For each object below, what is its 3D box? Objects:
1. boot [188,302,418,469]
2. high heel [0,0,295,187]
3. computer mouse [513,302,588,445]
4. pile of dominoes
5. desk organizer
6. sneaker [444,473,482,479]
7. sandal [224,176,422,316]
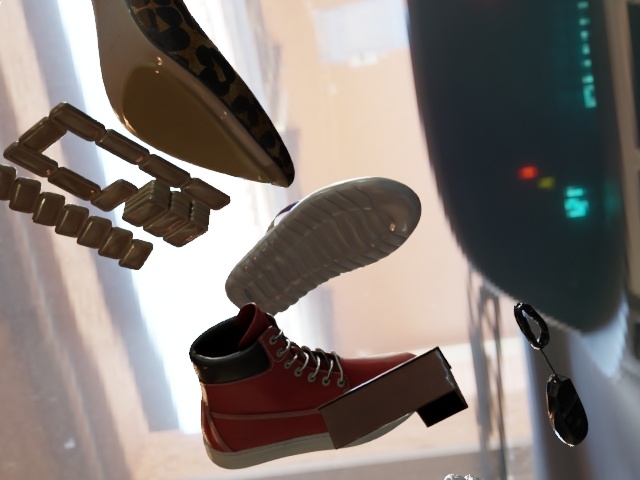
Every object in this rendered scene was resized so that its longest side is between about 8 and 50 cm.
[{"bbox_3d":[-0.006,0.123,1.302,0.088,0.244,0.176,-120,20,-50],"label":"boot"},{"bbox_3d":[-0.093,-0.165,0.868,0.261,0.093,0.186,38,-128,-18],"label":"high heel"},{"bbox_3d":[0.330,0.197,1.922,0.071,0.041,0.242,-40,-71,-48],"label":"computer mouse"},{"bbox_3d":[-0.241,-0.063,1.468,0.251,0.196,0.040,31,-134,-35],"label":"pile of dominoes"},{"bbox_3d":[0.069,0.158,1.236,0.047,0.130,0.050,56,-172,-51],"label":"desk organizer"},{"bbox_3d":[0.153,0.343,1.429,0.153,0.101,0.268,-60,-14,-1],"label":"sneaker"},{"bbox_3d":[-0.010,-0.010,2.220,0.169,0.416,0.102,42,-145,-26],"label":"sandal"}]
